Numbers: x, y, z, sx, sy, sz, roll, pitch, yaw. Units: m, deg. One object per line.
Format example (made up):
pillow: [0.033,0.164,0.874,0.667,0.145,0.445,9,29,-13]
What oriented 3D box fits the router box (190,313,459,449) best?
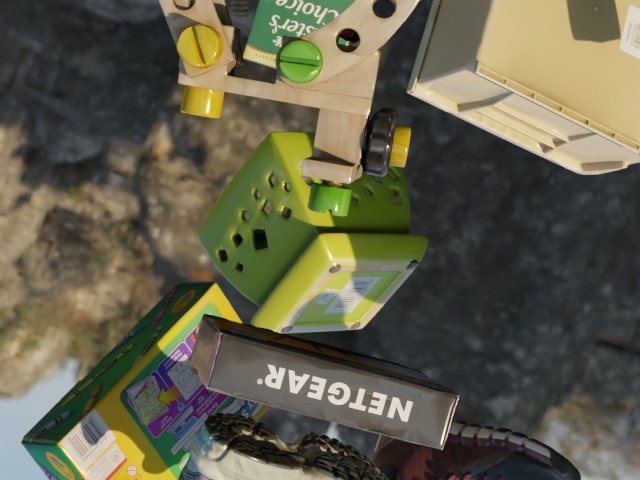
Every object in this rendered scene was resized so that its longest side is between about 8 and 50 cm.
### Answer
router box: [-0.001,0.102,1.060,0.179,0.046,0.133,15,180,-11]

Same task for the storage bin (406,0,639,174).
storage bin: [0.263,-0.239,1.553,0.260,0.262,0.123,23,164,-25]

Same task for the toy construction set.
toy construction set: [-0.044,-0.149,1.227,0.258,0.237,0.309,-1,-169,-21]

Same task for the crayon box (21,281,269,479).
crayon box: [-0.182,0.195,1.620,0.081,0.278,0.165,-4,124,48]

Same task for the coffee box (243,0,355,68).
coffee box: [-0.007,-0.271,1.577,0.113,0.184,0.040,19,-171,1]

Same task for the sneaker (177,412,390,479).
sneaker: [-0.031,0.265,1.464,0.283,0.122,0.110,24,-163,-33]

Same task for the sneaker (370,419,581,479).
sneaker: [0.174,0.309,1.763,0.281,0.162,0.106,11,155,39]

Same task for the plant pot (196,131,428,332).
plant pot: [0.000,0.000,1.977,0.227,0.228,0.207,1,-130,-39]
